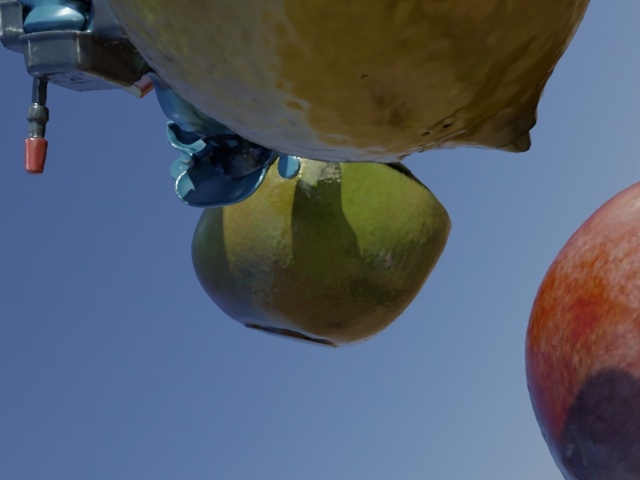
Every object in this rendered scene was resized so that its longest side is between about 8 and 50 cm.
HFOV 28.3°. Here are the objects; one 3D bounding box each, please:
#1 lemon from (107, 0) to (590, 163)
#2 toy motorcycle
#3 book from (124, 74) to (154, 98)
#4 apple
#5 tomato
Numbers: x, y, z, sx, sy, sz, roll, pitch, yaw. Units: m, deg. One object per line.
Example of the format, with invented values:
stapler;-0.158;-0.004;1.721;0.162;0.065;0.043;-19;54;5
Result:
lemon;0.009;-0.158;0.530;0.228;0.228;0.254;-53;-40;-30
toy motorcycle;-0.094;-0.118;0.832;0.272;0.123;0.182;12;-100;-57
book;-0.207;-0.249;1.449;0.232;0.162;0.022;-48;-18;-48
apple;0.000;0.000;1.068;0.174;0.188;0.207;-53;-8;-52
tomato;0.254;0.086;0.813;0.265;0.264;0.265;-51;-23;-32
